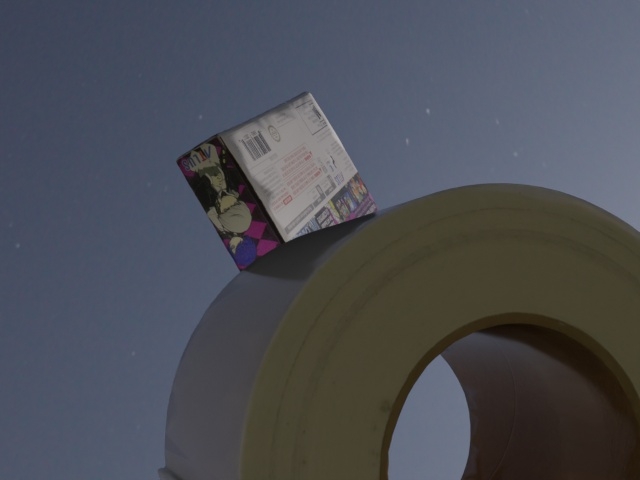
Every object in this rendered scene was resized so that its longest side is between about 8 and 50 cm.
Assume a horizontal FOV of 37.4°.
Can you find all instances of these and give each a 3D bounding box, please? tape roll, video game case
[{"bbox_3d":[0.057,0.103,0.468,0.246,0.169,0.246,2,-96,-20],"label":"tape roll"},{"bbox_3d":[0.000,0.000,0.709,0.041,0.232,0.210,-28,-82,19],"label":"video game case"}]
